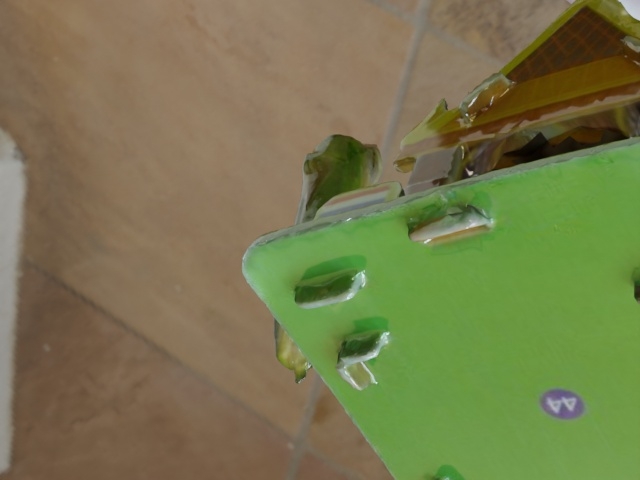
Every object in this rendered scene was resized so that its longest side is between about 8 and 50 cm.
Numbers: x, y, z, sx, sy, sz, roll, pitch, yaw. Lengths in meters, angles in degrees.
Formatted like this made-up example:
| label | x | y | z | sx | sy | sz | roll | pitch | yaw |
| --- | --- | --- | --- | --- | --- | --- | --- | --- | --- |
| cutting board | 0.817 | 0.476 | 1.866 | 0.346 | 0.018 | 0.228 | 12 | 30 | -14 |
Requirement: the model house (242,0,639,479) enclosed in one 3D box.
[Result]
| label | x | y | z | sx | sy | sz | roll | pitch | yaw |
| --- | --- | --- | --- | --- | --- | --- | --- | --- | --- |
| model house | 0.193 | -0.041 | 0.684 | 0.358 | 0.313 | 0.242 | -15 | 126 | 34 |

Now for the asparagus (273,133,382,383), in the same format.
| label | x | y | z | sx | sy | sz | roll | pitch | yaw |
| --- | --- | --- | --- | --- | --- | --- | --- | --- | --- |
| asparagus | 0.002 | 0.000 | 1.433 | 0.082 | 0.343 | 0.085 | 4 | 138 | 17 |

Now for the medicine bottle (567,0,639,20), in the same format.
| label | x | y | z | sx | sy | sz | roll | pitch | yaw |
| --- | --- | --- | --- | --- | --- | --- | --- | --- | --- |
| medicine bottle | 0.309 | -0.343 | 1.019 | 0.256 | 0.325 | 0.256 | 12 | 158 | 5 |
